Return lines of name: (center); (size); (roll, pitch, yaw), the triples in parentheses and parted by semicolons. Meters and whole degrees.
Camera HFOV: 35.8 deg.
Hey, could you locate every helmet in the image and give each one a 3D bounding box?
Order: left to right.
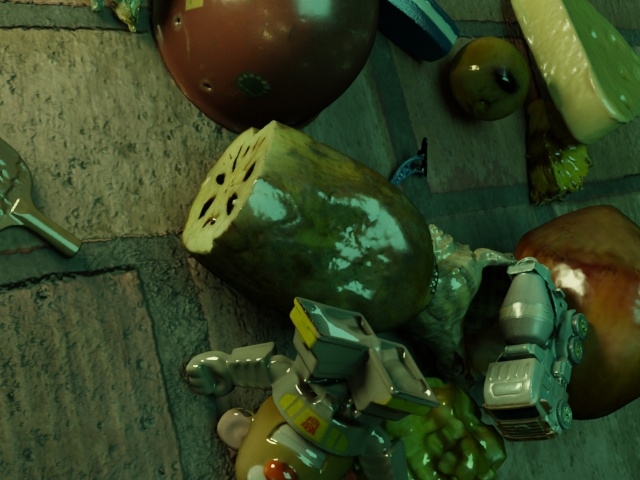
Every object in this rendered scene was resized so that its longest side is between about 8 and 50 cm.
helmet: (-0.039, -0.352, 1.436); (0.337, 0.230, 0.385); (24, 74, -29)

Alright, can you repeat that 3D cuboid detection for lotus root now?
lotus root: (0.000, 0.000, 1.380); (0.346, 0.250, 0.250); (26, 61, -22)

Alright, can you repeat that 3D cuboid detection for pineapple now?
pineapple: (0.472, -0.162, 1.933); (0.135, 0.079, 0.233); (20, 63, -36)

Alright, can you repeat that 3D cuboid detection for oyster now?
oyster: (-0.273, -0.344, 1.410); (0.083, 0.038, 0.080); (-76, 155, -60)

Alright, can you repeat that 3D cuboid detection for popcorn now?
popcorn: (0.154, 0.302, 1.411); (0.237, 0.251, 0.206); (-16, 93, -38)

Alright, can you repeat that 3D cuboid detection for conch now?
conch: (0.203, 0.090, 1.581); (0.210, 0.159, 0.291); (-31, 131, -25)

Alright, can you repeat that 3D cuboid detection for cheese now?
cheese: (0.558, -0.352, 2.010); (0.384, 0.104, 0.384); (30, 43, -32)

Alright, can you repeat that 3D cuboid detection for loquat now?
loquat: (0.306, -0.294, 1.799); (0.163, 0.137, 0.163); (10, 62, -19)

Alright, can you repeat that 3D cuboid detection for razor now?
razor: (0.114, -0.064, 1.630); (0.253, 0.042, 0.082); (-56, 154, -35)

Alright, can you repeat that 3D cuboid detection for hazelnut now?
hazelnut: (0.461, 0.124, 1.687); (0.372, 0.315, 0.372); (-52, 154, -38)

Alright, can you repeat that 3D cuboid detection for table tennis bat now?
table tennis bat: (-0.394, -0.054, 1.216); (0.234, 0.022, 0.131); (40, 54, -21)

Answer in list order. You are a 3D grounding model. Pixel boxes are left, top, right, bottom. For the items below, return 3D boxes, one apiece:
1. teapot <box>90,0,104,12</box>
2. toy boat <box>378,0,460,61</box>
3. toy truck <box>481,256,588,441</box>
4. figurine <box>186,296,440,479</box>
teapot: (-0.325, -0.470, 1.334); (0.193, 0.129, 0.294); (-20, 88, -42)
toy boat: (0.113, -0.414, 1.705); (0.299, 0.096, 0.061); (34, 66, -25)
toy truck: (0.309, 0.158, 1.464); (0.140, 0.108, 0.256); (50, 45, -32)
figurine: (-0.008, 0.241, 1.291); (0.342, 0.285, 0.167); (46, 24, 25)
